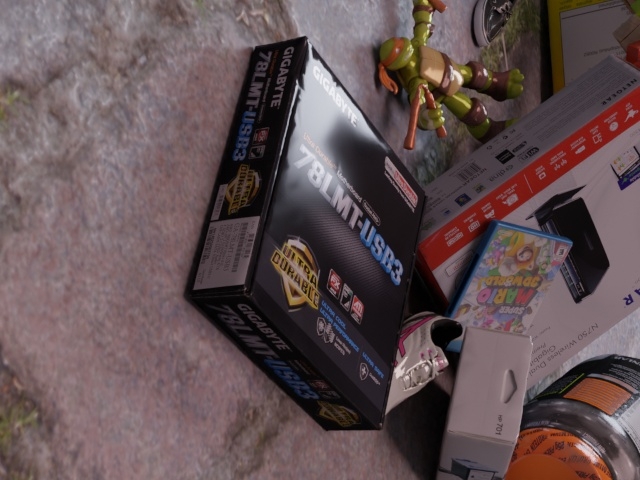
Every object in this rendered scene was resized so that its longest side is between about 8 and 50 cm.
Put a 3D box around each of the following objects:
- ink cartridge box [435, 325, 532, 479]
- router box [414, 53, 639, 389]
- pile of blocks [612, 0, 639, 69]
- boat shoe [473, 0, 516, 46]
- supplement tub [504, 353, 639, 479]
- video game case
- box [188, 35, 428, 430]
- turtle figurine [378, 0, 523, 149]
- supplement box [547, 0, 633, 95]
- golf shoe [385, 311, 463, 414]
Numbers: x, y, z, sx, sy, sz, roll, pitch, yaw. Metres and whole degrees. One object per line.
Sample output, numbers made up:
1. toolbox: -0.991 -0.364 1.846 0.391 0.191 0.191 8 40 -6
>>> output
1. ink cartridge box: 0.186 0.205 1.613 0.190 0.082 0.139 89 14 -57
2. router box: 0.286 -0.009 1.689 0.335 0.082 0.301 -36 128 -5
3. pile of blocks: 0.467 -0.260 1.897 0.113 0.149 0.362 37 48 -49
4. boat shoe: 0.243 -0.318 1.911 0.049 0.040 0.142 60 38 -37
5. supplement tub: 0.348 0.283 1.834 0.338 0.207 0.207 -20 102 -59
6. video game case: 0.211 0.061 1.626 0.119 0.015 0.166 13 111 -33
7. box: 0.000 0.000 1.412 0.295 0.073 0.293 50 46 -46
8. turtle figurine: 0.142 -0.180 1.656 0.217 0.087 0.269 24 47 -33
9. supplement box: 0.469 -0.329 2.135 0.195 0.194 0.356 20 65 -58
10. golf shoe: 0.093 0.134 1.535 0.186 0.086 0.067 -52 131 -48
